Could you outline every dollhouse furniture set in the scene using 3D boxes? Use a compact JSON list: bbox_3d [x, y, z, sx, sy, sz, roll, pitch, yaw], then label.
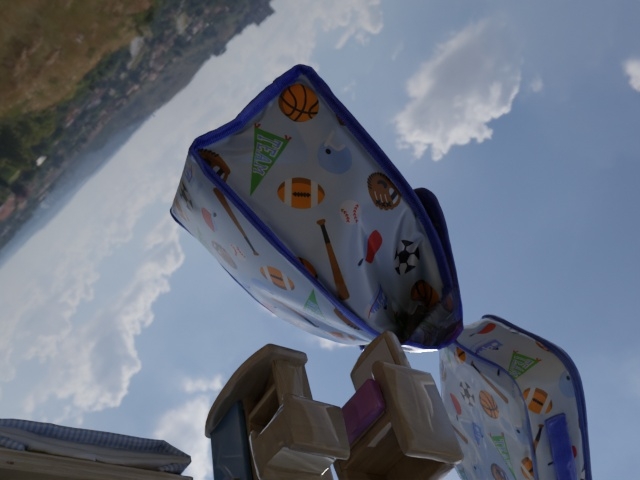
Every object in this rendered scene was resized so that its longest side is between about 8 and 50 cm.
[{"bbox_3d":[-0.126,0.134,0.422,0.286,0.303,0.198,-55,-148,24],"label":"dollhouse furniture set"}]

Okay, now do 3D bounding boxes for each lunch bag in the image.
[{"bbox_3d":[0.000,0.000,0.824,0.239,0.385,0.328,-42,-176,-18],"label":"lunch bag"},{"bbox_3d":[0.272,0.270,0.803,0.115,0.303,0.243,-17,-167,-16],"label":"lunch bag"}]
